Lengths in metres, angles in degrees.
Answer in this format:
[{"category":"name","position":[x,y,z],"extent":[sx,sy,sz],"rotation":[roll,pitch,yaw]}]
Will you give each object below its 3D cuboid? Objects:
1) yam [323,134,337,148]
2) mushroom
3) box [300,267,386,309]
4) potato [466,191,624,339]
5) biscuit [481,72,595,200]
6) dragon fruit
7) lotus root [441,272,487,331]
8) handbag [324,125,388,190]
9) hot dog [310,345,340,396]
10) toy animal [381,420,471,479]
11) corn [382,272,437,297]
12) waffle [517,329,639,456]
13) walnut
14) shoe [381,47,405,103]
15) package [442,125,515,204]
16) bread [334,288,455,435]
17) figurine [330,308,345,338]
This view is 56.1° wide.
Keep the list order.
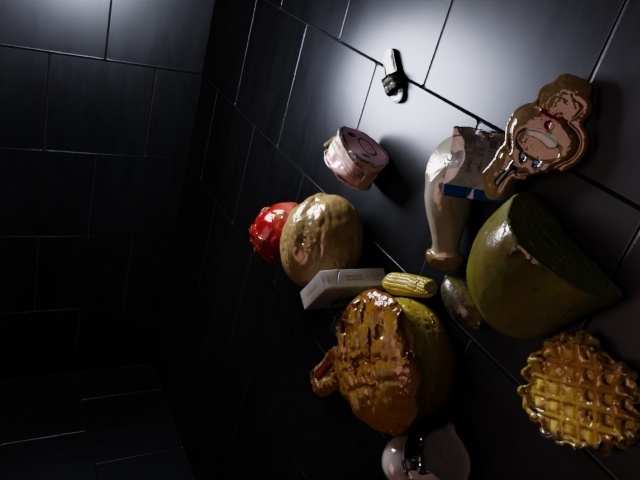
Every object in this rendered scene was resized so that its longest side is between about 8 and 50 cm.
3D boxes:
[{"category":"yam","position":[0.046,-0.344,2.081],"extent":[0.129,0.027,0.033],"rotation":[-26,67,57]},{"category":"mushroom","position":[0.327,-0.094,1.540],"extent":[0.128,0.128,0.350],"rotation":[18,110,57]},{"category":"box","position":[0.072,0.148,1.845],"extent":[0.149,0.233,0.067],"rotation":[-50,50,47]},{"category":"potato","position":[0.412,0.085,1.312],"extent":[0.280,0.212,0.330],"rotation":[-62,40,38]},{"category":"biscuit","position":[0.474,-0.211,1.317],"extent":[0.320,0.047,0.183],"rotation":[-44,60,37]},{"category":"dragon fruit","position":[-0.130,-0.021,2.165],"extent":[0.241,0.252,0.241],"rotation":[-168,90,-88]},{"category":"lotus root","position":[0.360,0.156,1.521],"extent":[0.179,0.080,0.089],"rotation":[59,136,39]},{"category":"handbag","position":[0.108,-0.255,1.844],"extent":[0.116,0.179,0.205],"rotation":[-54,47,35]},{"category":"hot dog","position":[0.033,0.459,2.073],"extent":[0.253,0.069,0.131],"rotation":[-53,48,47]},{"category":"toy animal","position":[0.267,0.589,1.590],"extent":[0.235,0.187,0.165],"rotation":[-44,20,46]},{"category":"corn","position":[0.251,0.127,1.713],"extent":[0.206,0.067,0.068],"rotation":[2,92,58]},{"category":"waffle","position":[0.536,0.326,1.255],"extent":[0.262,0.060,0.281],"rotation":[61,139,38]},{"category":"walnut","position":[0.002,0.000,1.947],"extent":[0.277,0.251,0.313],"rotation":[165,110,-70]},{"category":"shoe","position":[0.205,-0.493,1.795],"extent":[0.071,0.049,0.179],"rotation":[-27,68,57]},{"category":"package","position":[0.387,-0.178,1.431],"extent":[0.171,0.027,0.173],"rotation":[11,106,13]},{"category":"bread","position":[0.196,0.331,1.670],"extent":[0.398,0.215,0.399],"rotation":[-3,87,59]},{"category":"figurine","position":[0.103,0.300,1.932],"extent":[0.195,0.102,0.112],"rotation":[34,106,50]}]
